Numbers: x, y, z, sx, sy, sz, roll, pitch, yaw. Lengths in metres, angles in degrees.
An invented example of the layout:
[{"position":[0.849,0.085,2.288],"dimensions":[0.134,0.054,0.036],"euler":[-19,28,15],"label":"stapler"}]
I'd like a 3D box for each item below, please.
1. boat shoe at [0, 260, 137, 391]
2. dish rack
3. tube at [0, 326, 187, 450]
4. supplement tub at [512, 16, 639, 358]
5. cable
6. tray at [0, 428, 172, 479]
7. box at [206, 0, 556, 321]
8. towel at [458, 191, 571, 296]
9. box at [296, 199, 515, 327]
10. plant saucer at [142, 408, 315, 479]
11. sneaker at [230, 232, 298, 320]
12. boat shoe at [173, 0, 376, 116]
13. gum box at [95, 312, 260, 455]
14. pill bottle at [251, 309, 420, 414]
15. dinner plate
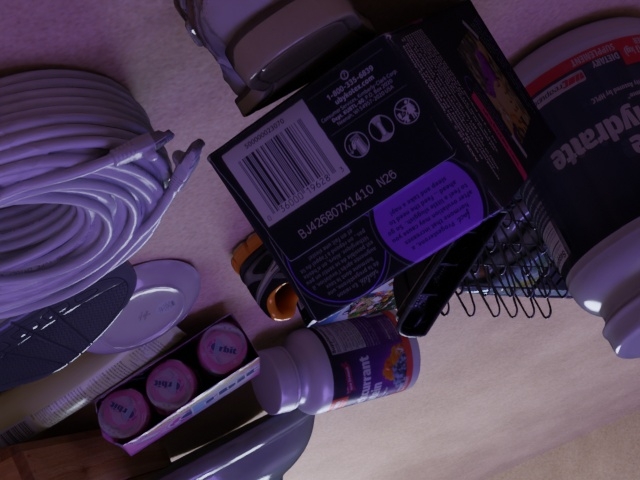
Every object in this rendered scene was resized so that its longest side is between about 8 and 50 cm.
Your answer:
[{"position":[-0.312,0.084,1.228],"dimensions":[0.320,0.103,0.118],"euler":[-33,153,10],"label":"boat shoe"},{"position":[0.222,0.013,1.457],"dimensions":[0.271,0.074,0.208],"euler":[2,141,-26],"label":"dish rack"},{"position":[-0.259,0.149,1.486],"dimensions":[0.240,0.062,0.070],"euler":[-30,-159,2],"label":"tube"},{"position":[0.287,-0.049,1.273],"dimensions":[0.191,0.272,0.191],"euler":[-21,159,-9],"label":"supplement tub"},{"position":[-0.238,-0.026,1.039],"dimensions":[0.257,0.089,0.257],"euler":[-11,156,-28],"label":"cable"},{"position":[-0.335,0.289,1.597],"dimensions":[0.202,0.076,0.411],"euler":[-27,172,9],"label":"tray"},{"position":[0.058,-0.070,1.038],"dimensions":[0.165,0.143,0.270],"euler":[-32,-178,21],"label":"box"},{"position":[0.369,-0.038,1.643],"dimensions":[0.374,0.090,0.320],"euler":[-35,156,27],"label":"towel"},{"position":[0.088,0.013,1.530],"dimensions":[0.159,0.044,0.233],"euler":[-9,155,-32],"label":"box"},{"position":[-0.161,0.331,1.799],"dimensions":[0.400,0.101,0.400],"euler":[-28,176,-2],"label":"plant saucer"},{"position":[0.000,0.000,1.357],"dimensions":[0.084,0.083,0.215],"euler":[0,148,-43],"label":"sneaker"},{"position":[-0.033,-0.156,0.919],"dimensions":[0.113,0.103,0.302],"euler":[-33,180,-3],"label":"boat shoe"},{"position":[-0.161,0.165,1.538],"dimensions":[0.188,0.062,0.107],"euler":[-33,169,-10],"label":"gum box"},{"position":[0.017,0.153,1.701],"dimensions":[0.193,0.108,0.108],"euler":[-12,156,-28],"label":"pill bottle"},{"position":[-0.182,0.072,1.388],"dimensions":[0.141,0.017,0.141],"euler":[-25,149,-16],"label":"dinner plate"}]
